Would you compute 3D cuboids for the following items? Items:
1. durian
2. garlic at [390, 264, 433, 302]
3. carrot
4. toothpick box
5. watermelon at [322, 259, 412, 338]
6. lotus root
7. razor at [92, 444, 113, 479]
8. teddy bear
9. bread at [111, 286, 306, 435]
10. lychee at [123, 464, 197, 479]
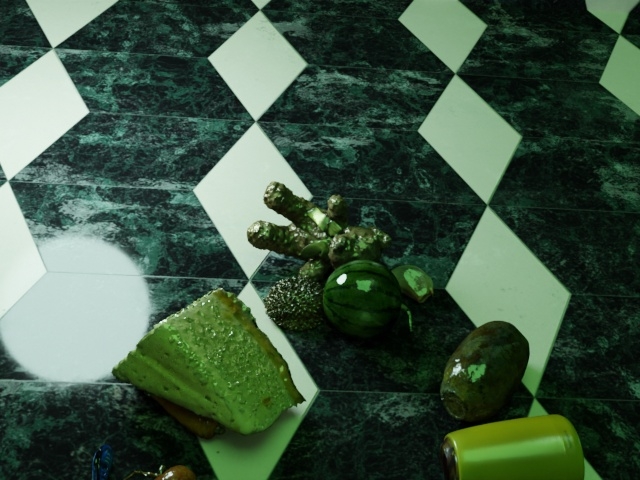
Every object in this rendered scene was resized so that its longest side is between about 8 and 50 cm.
[{"bbox_3d":[-0.046,0.135,2.183,0.188,0.091,0.148,-15,48,-24],"label":"durian"},{"bbox_3d":[0.222,0.099,2.274,0.152,0.066,0.084,28,49,18],"label":"garlic"},{"bbox_3d":[-0.312,0.355,1.945,0.256,0.061,0.061,26,47,23],"label":"carrot"},{"bbox_3d":[0.384,0.455,1.851,0.271,0.175,0.175,-4,45,-7],"label":"toothpick box"},{"bbox_3d":[0.112,0.139,2.129,0.214,0.188,0.188,6,43,-5],"label":"watermelon"},{"bbox_3d":[0.373,0.292,2.033,0.160,0.152,0.275,35,51,15],"label":"lotus root"},{"bbox_3d":[-0.440,0.536,1.744,0.056,0.093,0.324,-27,39,15],"label":"razor"},{"bbox_3d":[-0.007,-0.003,2.248,0.296,0.246,0.222,24,-1,-33],"label":"teddy bear"},{"bbox_3d":[-0.250,0.297,1.965,0.315,0.279,0.248,60,33,1],"label":"bread"},{"bbox_3d":[-0.297,0.487,1.765,0.140,0.101,0.114,51,61,-12],"label":"lychee"}]
